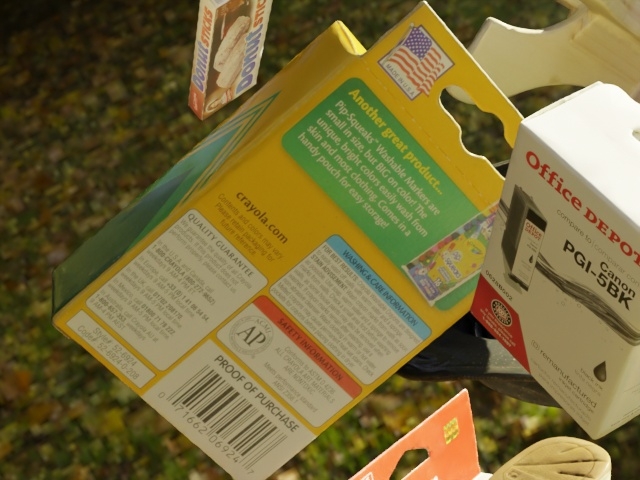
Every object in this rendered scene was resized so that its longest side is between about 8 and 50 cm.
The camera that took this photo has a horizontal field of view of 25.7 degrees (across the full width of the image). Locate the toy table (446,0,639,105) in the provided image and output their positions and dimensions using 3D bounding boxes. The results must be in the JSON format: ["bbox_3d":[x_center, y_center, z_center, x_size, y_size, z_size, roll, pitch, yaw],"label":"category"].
[{"bbox_3d":[0.231,-0.187,1.129,0.252,0.161,0.274,-60,11,-3],"label":"toy table"}]

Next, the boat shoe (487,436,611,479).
[{"bbox_3d":[0.150,0.307,1.306,0.341,0.110,0.121,-24,30,-30],"label":"boat shoe"}]

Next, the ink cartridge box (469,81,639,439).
[{"bbox_3d":[0.130,0.011,0.655,0.056,0.135,0.099,-25,54,-27],"label":"ink cartridge box"}]

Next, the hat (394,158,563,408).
[{"bbox_3d":[0.175,0.056,1.129,0.331,0.134,0.331,-15,30,9],"label":"hat"}]

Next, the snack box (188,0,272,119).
[{"bbox_3d":[-0.074,-0.163,1.147,0.064,0.022,0.178,-38,-13,-21],"label":"snack box"}]

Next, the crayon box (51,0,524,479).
[{"bbox_3d":[0.000,0.000,0.971,0.323,0.203,0.083,-40,26,10],"label":"crayon box"}]

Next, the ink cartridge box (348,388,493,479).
[{"bbox_3d":[0.134,0.335,1.598,0.060,0.239,0.275,6,24,39],"label":"ink cartridge box"}]
